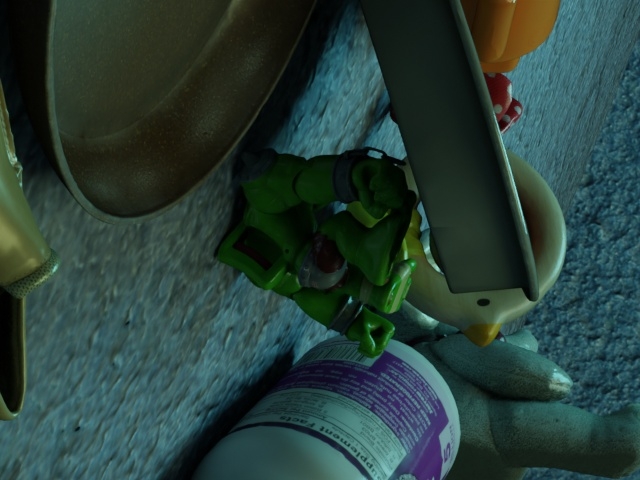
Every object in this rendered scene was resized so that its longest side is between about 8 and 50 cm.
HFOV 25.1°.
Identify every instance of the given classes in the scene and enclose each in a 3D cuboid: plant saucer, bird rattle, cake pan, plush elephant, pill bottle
[{"bbox_3d":[-0.057,-0.158,0.670,0.310,0.050,0.310,-60,164,-29],"label":"plant saucer"},{"bbox_3d":[0.109,-0.024,1.204,0.253,0.207,0.143,-47,175,-32],"label":"bird rattle"},{"bbox_3d":[0.071,-0.094,0.918,0.293,0.054,0.293,-17,90,-85],"label":"cake pan"},{"bbox_3d":[0.137,0.147,1.477,0.255,0.330,0.272,-84,-164,-45],"label":"plush elephant"},{"bbox_3d":[-0.006,0.203,1.157,0.301,0.169,0.169,-41,151,-59],"label":"pill bottle"}]

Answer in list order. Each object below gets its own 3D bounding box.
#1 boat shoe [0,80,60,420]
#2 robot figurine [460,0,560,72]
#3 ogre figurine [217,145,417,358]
[{"bbox_3d":[-0.135,-0.004,0.573,0.068,0.072,0.190,-53,159,-44],"label":"boat shoe"},{"bbox_3d":[0.125,-0.222,1.077,0.158,0.128,0.219,-45,157,-29],"label":"robot figurine"},{"bbox_3d":[0.000,0.000,0.975,0.197,0.118,0.096,69,44,-70],"label":"ogre figurine"}]
